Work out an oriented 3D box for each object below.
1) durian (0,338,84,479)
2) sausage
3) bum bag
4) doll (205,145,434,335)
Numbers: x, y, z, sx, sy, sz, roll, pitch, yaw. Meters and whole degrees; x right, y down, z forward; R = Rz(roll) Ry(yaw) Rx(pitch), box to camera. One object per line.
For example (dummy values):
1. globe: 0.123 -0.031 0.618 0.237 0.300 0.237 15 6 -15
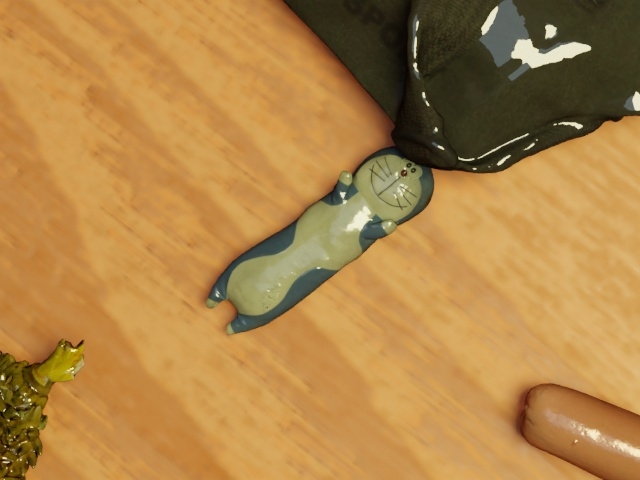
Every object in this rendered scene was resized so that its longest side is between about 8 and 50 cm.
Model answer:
1. durian: -0.200 0.101 0.621 0.208 0.102 0.146 -25 75 3
2. sausage: 0.129 0.090 0.597 0.083 0.034 0.034 23 89 11
3. bum bag: 0.020 -0.153 0.617 0.326 0.079 0.142 43 86 12
4. doll: 0.000 0.000 0.631 0.125 0.027 0.037 -38 87 4
